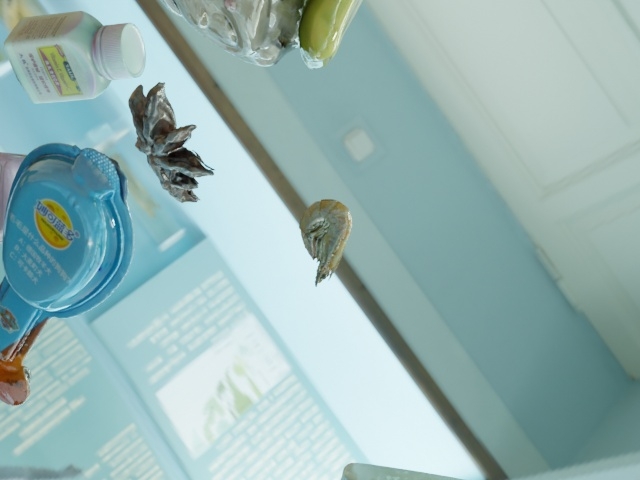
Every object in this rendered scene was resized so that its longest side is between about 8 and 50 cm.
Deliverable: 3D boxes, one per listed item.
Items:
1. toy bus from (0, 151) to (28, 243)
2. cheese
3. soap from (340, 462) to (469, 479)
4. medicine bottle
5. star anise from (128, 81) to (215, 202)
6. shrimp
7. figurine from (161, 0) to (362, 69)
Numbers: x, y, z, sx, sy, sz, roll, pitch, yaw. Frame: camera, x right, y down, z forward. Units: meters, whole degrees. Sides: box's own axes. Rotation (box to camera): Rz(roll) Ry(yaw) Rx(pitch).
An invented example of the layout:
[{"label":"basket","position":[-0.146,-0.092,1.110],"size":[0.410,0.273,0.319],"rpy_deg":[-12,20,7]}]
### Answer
[{"label":"toy bus","position":[-0.467,-0.064,1.531],"size":[0.142,0.142,0.202],"rpy_deg":[4,-178,34]},{"label":"cheese","position":[-0.197,0.027,0.700],"size":[0.037,0.106,0.256],"rpy_deg":[-30,164,-52]},{"label":"soap","position":[0.071,0.382,1.146],"size":[0.088,0.159,0.265],"rpy_deg":[-92,-165,-56]},{"label":"medicine bottle","position":[-0.231,-0.176,0.959],"size":[0.117,0.074,0.055],"rpy_deg":[-2,-138,16]},{"label":"star anise","position":[-0.161,-0.099,1.032],"size":[0.042,0.141,0.141],"rpy_deg":[-27,-179,-23]},{"label":"shrimp","position":[0.000,0.000,1.147],"size":[0.023,0.059,0.108],"rpy_deg":[-62,174,-65]},{"label":"figurine","position":[-0.086,-0.412,1.158],"size":[0.361,0.377,0.266],"rpy_deg":[-63,-176,-10]}]
